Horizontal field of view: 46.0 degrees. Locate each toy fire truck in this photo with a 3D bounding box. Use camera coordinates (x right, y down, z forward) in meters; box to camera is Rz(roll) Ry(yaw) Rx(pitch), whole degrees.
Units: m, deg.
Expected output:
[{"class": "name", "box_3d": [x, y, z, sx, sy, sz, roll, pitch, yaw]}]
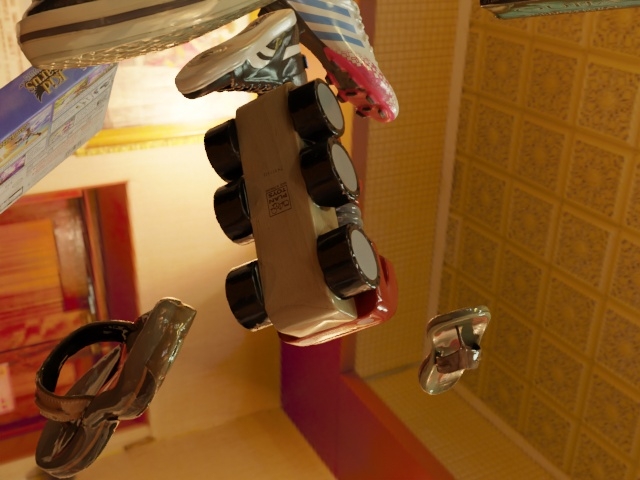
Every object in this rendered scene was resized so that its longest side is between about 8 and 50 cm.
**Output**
[{"class": "toy fire truck", "box_3d": [0.000, 0.000, 0.724, 0.159, 0.246, 0.216, -22, -115, 22]}]

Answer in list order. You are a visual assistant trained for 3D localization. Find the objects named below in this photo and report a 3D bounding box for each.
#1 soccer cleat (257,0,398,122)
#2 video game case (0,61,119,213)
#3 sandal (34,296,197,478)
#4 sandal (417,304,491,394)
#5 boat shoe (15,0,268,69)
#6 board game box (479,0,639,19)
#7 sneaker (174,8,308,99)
[{"class": "soccer cleat", "box_3d": [0.042, -0.350, 1.308, 0.331, 0.143, 0.116, 42, -14, -24]}, {"class": "video game case", "box_3d": [-0.413, -0.164, 1.095, 0.061, 0.269, 0.244, 42, -33, -4]}, {"class": "sandal", "box_3d": [-0.147, 0.089, 0.478, 0.219, 0.060, 0.090, -39, -153, 51]}, {"class": "sandal", "box_3d": [0.257, 0.216, 1.406, 0.302, 0.120, 0.086, 90, -16, -51]}, {"class": "boat shoe", "box_3d": [-0.030, -0.289, 0.617, 0.155, 0.500, 0.187, 61, -16, -18]}, {"class": "board game box", "box_3d": [0.300, -0.296, 0.915, 0.186, 0.126, 0.026, 2, -82, 27]}, {"class": "sneaker", "box_3d": [-0.080, -0.194, 0.934, 0.079, 0.217, 0.121, 3, -54, 38]}]
